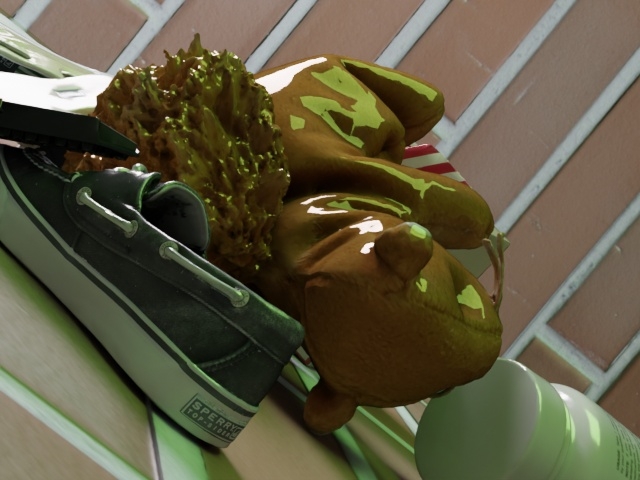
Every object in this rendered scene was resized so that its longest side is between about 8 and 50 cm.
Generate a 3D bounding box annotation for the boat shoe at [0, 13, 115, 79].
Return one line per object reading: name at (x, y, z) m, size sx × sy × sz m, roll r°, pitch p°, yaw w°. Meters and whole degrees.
boat shoe at (-0.268, -0.133, 1.710) m, size 0.302 × 0.109 × 0.094 m, roll 29°, pitch 21°, yaw -24°

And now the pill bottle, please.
pill bottle at (0.221, 0.227, 1.498) m, size 0.283 × 0.160 × 0.160 m, roll 39°, pitch 2°, yaw -36°

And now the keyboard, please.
keyboard at (-0.216, -0.078, 1.073) m, size 0.180 × 0.023 × 0.108 m, roll 10°, pitch -8°, yaw 17°

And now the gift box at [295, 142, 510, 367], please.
gift box at (0.046, -0.007, 1.784) m, size 0.276 × 0.255 × 0.258 m, roll 43°, pitch 10°, yaw 24°

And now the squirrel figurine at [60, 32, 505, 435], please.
squirrel figurine at (-0.032, 0.000, 1.401) m, size 0.397 × 0.281 × 0.370 m, roll 23°, pitch 19°, yaw -25°

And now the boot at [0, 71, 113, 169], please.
boot at (-0.254, -0.099, 1.490) m, size 0.190 × 0.086 × 0.069 m, roll -4°, pitch 44°, yaw -45°

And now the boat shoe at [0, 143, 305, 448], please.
boat shoe at (-0.116, 0.003, 1.022) m, size 0.108 × 0.102 × 0.301 m, roll 38°, pitch 2°, yaw -45°
